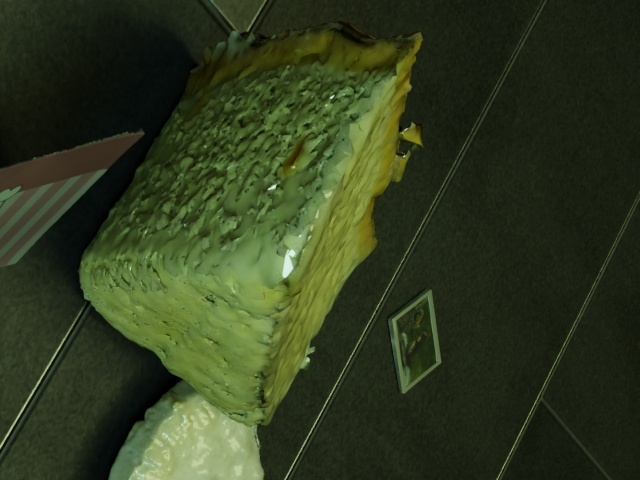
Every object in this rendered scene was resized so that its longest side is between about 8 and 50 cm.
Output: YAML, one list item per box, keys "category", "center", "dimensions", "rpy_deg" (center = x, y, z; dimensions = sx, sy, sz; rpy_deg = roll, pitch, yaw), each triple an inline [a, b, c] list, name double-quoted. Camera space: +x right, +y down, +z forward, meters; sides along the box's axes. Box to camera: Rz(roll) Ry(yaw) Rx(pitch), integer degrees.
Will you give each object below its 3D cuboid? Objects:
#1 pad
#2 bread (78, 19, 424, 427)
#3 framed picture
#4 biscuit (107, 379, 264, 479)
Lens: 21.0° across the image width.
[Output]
- category: "pad"
  center: [-0.272, 0.008, 1.130]
  dimensions: [0.300, 0.202, 0.005]
  rpy_deg: [-20, 76, -46]
- category: "bread"
  center: [0.000, 0.000, 1.308]
  dimensions: [0.279, 0.315, 0.248]
  rpy_deg: [46, 69, -32]
- category: "framed picture"
  center: [0.094, 0.101, 1.717]
  dimensions: [0.066, 0.006, 0.089]
  rpy_deg: [-35, 127, -39]
- category: "biscuit"
  center: [-0.118, 0.258, 1.452]
  dimensions: [0.179, 0.084, 0.281]
  rpy_deg: [-24, 120, -44]
